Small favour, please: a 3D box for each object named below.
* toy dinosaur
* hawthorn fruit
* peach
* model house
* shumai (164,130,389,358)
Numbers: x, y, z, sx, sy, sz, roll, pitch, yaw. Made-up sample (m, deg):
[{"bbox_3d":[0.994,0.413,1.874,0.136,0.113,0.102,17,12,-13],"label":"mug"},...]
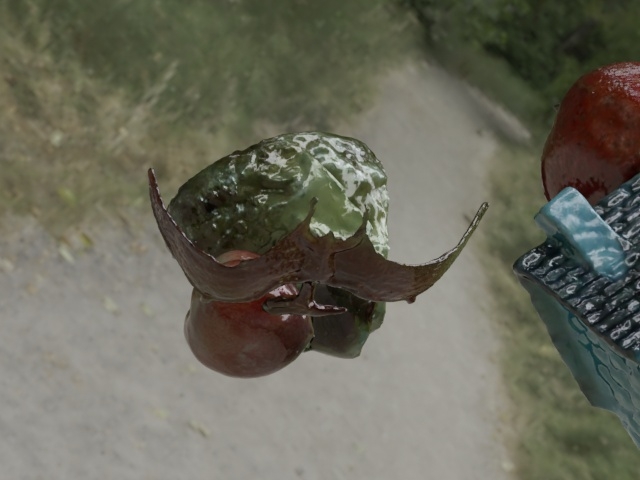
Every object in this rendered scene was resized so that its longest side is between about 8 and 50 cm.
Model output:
[{"bbox_3d":[0.007,-0.005,1.426,0.206,0.327,0.112,64,18,-56],"label":"toy dinosaur"},{"bbox_3d":[0.335,-0.090,1.468,0.215,0.215,0.250,40,0,-41],"label":"hawthorn fruit"},{"bbox_3d":[-0.075,0.082,1.588,0.152,0.152,0.152,47,11,-12],"label":"peach"},{"bbox_3d":[0.311,0.011,1.047,0.241,0.261,0.226,52,-14,16],"label":"model house"},{"bbox_3d":[-0.026,0.035,2.312,0.348,0.395,0.395,62,15,23],"label":"shumai"}]
